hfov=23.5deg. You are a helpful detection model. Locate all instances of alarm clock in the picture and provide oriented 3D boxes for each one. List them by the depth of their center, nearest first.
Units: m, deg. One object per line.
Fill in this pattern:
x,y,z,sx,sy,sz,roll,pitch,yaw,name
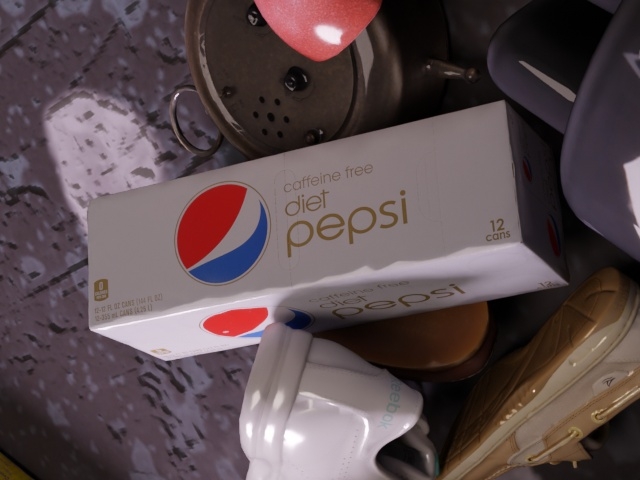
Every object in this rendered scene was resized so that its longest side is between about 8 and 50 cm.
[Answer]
-0.019,-0.087,0.758,0.192,0.064,0.129,-27,93,47,alarm clock

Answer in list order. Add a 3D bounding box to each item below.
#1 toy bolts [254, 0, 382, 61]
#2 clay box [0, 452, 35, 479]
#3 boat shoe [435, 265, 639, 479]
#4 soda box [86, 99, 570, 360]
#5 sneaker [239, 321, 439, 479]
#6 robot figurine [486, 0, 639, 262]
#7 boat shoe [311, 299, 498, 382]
-0.009,-0.193,0.573,0.158,0.218,0.228,23,151,-22,toy bolts
-0.207,0.234,1.070,0.222,0.053,0.127,32,128,23,clay box
0.113,0.080,0.730,0.059,0.063,0.170,30,139,-7,boat shoe
0.000,0.000,0.715,0.216,0.074,0.069,-13,69,22,soda box
0.014,0.106,0.771,0.094,0.080,0.212,12,162,6,sneaker
0.194,-0.035,0.526,0.278,0.209,0.173,36,90,20,robot figurine
0.005,0.025,0.792,0.207,0.073,0.073,22,162,33,boat shoe
